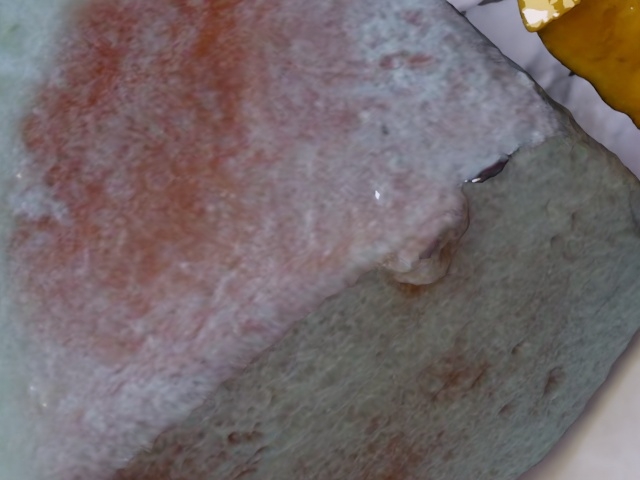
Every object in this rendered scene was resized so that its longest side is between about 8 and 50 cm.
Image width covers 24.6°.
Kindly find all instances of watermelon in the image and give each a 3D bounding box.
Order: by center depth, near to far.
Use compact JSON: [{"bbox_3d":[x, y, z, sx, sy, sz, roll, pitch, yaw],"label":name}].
[{"bbox_3d":[0.000,0.000,0.534,0.258,0.228,0.387,5,59,8],"label":"watermelon"}]

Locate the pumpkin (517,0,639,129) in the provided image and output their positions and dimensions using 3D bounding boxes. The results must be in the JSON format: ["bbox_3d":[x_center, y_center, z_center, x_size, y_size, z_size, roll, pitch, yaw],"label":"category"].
[{"bbox_3d":[0.152,-0.056,0.470,0.119,0.108,0.183,-33,78,26],"label":"pumpkin"}]
